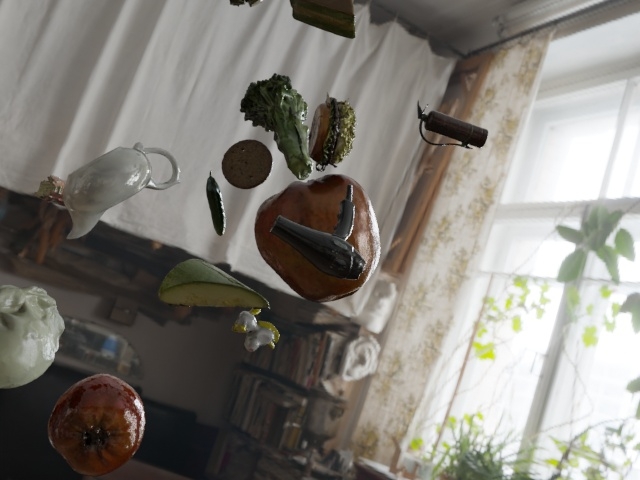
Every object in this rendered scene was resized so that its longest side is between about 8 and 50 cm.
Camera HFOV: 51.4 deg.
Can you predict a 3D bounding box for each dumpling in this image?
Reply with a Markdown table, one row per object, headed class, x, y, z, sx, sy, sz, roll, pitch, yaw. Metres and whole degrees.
| class | x | y | z | sx | sy | sz | roll | pitch | yaw |
| --- | --- | --- | --- | --- | --- | --- | --- | --- | --- |
| dumpling | -0.590 | 0.180 | 1.251 | 0.146 | 0.193 | 0.258 | 0 | 21 | 28 |

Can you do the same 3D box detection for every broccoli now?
| class | x | y | z | sx | sy | sz | roll | pitch | yaw |
| --- | --- | --- | --- | --- | --- | --- | --- | --- | --- |
| broccoli | -0.081 | -0.247 | 1.508 | 0.165 | 0.145 | 0.304 | 50 | 11 | -47 |

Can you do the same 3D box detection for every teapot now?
| class | x | y | z | sx | sy | sz | roll | pitch | yaw |
| --- | --- | --- | --- | --- | --- | --- | --- | --- | --- |
| teapot | -0.457 | -0.125 | 1.481 | 0.139 | 0.298 | 0.204 | 61 | -18 | -14 |

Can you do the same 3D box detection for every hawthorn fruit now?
| class | x | y | z | sx | sy | sz | roll | pitch | yaw |
| --- | --- | --- | --- | --- | --- | --- | --- | --- | --- |
| hawthorn fruit | 0.000 | 0.000 | 2.339 | 0.471 | 0.472 | 0.472 | 19 | -10 | 3 |
| hawthorn fruit | -0.457 | 0.365 | 1.385 | 0.196 | 0.197 | 0.225 | 22 | 7 | -15 |

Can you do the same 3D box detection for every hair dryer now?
| class | x | y | z | sx | sy | sz | roll | pitch | yaw |
| --- | --- | --- | --- | --- | --- | --- | --- | --- | --- |
| hair dryer | 0.018 | -0.046 | 1.570 | 0.235 | 0.272 | 0.091 | 29 | -44 | -7 |

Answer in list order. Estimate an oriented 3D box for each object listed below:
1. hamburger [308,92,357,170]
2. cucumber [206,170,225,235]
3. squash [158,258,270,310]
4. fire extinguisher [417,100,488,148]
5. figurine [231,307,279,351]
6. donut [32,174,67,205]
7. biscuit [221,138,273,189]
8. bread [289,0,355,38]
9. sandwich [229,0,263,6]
| class | x | y | z | sx | sy | sz | roll | pitch | yaw |
| --- | --- | --- | --- | --- | --- | --- | --- | --- | --- |
| hamburger | 0.041 | -0.357 | 2.252 | 0.138 | 0.243 | 0.262 | 9 | -23 | -13 |
| cucumber | -0.379 | -0.130 | 2.406 | 0.056 | 0.250 | 0.056 | -8 | 20 | 3 |
| squash | -0.270 | 0.135 | 1.676 | 0.252 | 0.169 | 0.093 | 27 | -40 | 35 |
| fire extinguisher | 0.261 | -0.225 | 1.363 | 0.157 | 0.078 | 0.045 | 18 | -6 | -10 |
| figurine | -0.231 | 0.329 | 2.394 | 0.178 | 0.129 | 0.109 | 52 | -15 | -4 |
| donut | -0.714 | -0.132 | 1.836 | 0.117 | 0.065 | 0.166 | 23 | -11 | -37 |
| biscuit | -0.258 | -0.269 | 2.347 | 0.187 | 0.188 | 0.027 | 17 | -12 | 13 |
| bread | 0.004 | -0.481 | 1.425 | 0.139 | 0.084 | 0.074 | -3 | -29 | 2 |
| sandwich | -0.249 | -0.814 | 2.037 | 0.109 | 0.160 | 0.185 | -15 | -12 | -3 |
